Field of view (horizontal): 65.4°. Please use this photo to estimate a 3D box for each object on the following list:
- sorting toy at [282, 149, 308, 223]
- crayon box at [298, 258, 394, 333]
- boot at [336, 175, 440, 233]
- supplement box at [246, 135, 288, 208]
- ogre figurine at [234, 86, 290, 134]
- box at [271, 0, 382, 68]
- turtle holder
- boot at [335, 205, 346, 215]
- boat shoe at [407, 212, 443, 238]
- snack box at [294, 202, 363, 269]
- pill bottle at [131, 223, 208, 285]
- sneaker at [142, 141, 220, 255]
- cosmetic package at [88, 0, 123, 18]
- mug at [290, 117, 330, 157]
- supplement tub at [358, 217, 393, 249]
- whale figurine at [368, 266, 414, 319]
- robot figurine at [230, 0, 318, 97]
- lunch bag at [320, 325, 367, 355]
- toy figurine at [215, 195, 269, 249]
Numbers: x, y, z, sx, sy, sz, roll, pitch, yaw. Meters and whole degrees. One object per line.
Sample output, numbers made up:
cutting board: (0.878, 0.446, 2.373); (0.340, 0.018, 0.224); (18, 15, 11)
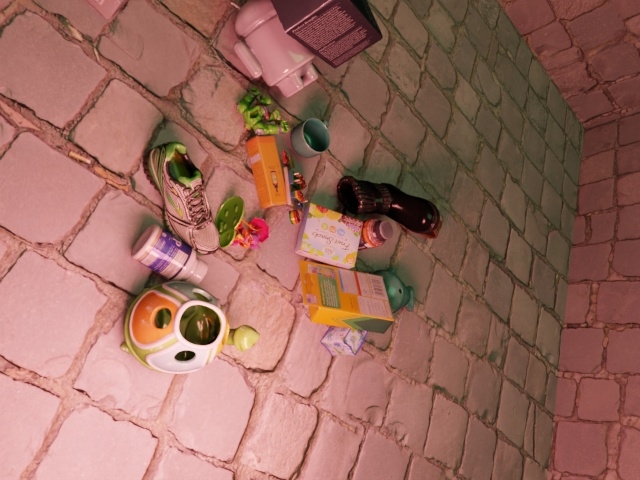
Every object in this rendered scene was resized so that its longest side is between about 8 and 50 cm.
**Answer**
sorting toy: (-0.079, -0.180, 1.700); (0.132, 0.046, 0.275); (39, 42, -71)
crayon box: (0.070, 0.189, 1.675); (0.322, 0.083, 0.203); (13, 39, -20)
boot: (0.245, -0.130, 1.862); (0.260, 0.348, 0.131); (4, 111, -44)
supplement box: (-0.177, -0.226, 1.657); (0.078, 0.080, 0.234); (-11, 86, -41)
ogre figurine: (-0.203, -0.422, 1.660); (0.118, 0.097, 0.197); (-31, 95, -31)
box: (0.003, -0.788, 1.620); (0.395, 0.212, 0.294); (-3, 70, -66)
turtle holder: (-0.340, 0.246, 1.308); (0.320, 0.227, 0.243); (49, 53, -21)
boot: (0.050, -0.096, 1.848); (0.106, 0.037, 0.114); (54, 54, -35)
boat shoe: (0.405, -0.092, 2.101); (0.324, 0.123, 0.116); (20, 70, -34)
snack box: (0.030, -0.011, 1.724); (0.207, 0.070, 0.175); (19, 70, -16)
pill bottle: (-0.409, 0.049, 1.371); (0.186, 0.112, 0.112); (39, 58, -29)
sneaker: (-0.381, -0.114, 1.410); (0.134, 0.146, 0.344); (-34, 104, -40)
cosmetic package: (-0.572, -0.766, 1.423); (0.127, 0.107, 0.238); (43, 53, -25)
mug: (-0.034, -0.364, 1.796); (0.157, 0.097, 0.130); (-14, 89, -42)
supplement tub: (0.171, -0.022, 1.828); (0.106, 0.198, 0.106); (9, 75, -38)
whale figurine: (0.287, 0.207, 1.915); (0.272, 0.141, 0.216); (17, 69, -38)
robot figurine: (-0.155, -0.671, 1.692); (0.300, 0.199, 0.353); (-42, 108, -30)
lunch bag: (0.092, 0.317, 1.731); (0.096, 0.128, 0.151); (54, 52, -19)
toy figurine: (-0.226, -0.028, 1.543); (0.159, 0.130, 0.173); (30, 49, -42)
